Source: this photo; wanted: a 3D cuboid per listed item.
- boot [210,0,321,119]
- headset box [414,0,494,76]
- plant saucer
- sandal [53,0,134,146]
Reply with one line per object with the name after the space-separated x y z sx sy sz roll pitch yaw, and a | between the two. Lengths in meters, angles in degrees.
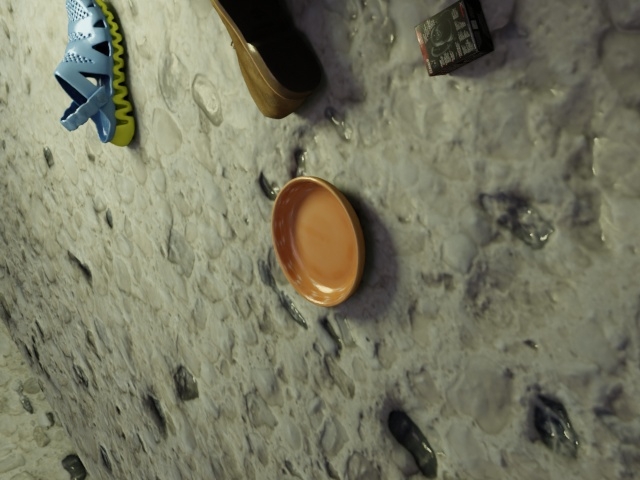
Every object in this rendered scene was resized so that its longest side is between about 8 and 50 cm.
-0.113 -0.318 1.012 0.305 0.112 0.115 64 151 8 | boot
0.148 -0.228 0.784 0.083 0.032 0.062 -18 88 52 | headset box
0.000 0.000 1.036 0.200 0.037 0.200 21 119 45 | plant saucer
-0.474 -0.344 1.399 0.126 0.138 0.317 -3 99 52 | sandal
